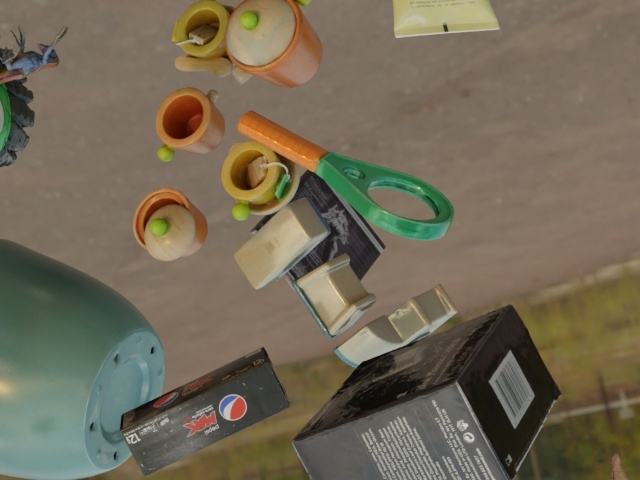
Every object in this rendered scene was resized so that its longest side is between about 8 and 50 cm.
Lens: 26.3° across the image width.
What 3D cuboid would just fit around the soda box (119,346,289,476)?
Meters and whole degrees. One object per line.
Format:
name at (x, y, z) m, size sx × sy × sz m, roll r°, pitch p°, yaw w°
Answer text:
soda box at (-0.120, 0.176, 1.416) m, size 0.169 × 0.060 × 0.053 m, roll -25°, pitch -164°, yaw 0°

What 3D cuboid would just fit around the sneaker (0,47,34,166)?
sneaker at (-0.404, -0.210, 1.247) m, size 0.134 × 0.343 × 0.146 m, roll -46°, pitch 165°, yaw 21°

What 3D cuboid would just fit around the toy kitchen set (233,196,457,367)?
toy kitchen set at (0.033, 0.051, 1.652) m, size 0.166 × 0.207 × 0.122 m, roll -23°, pitch 167°, yaw -48°

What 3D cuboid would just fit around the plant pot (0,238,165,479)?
plant pot at (-0.338, 0.165, 1.711) m, size 0.235 × 0.293 × 0.293 m, roll 14°, pitch 180°, yaw 22°

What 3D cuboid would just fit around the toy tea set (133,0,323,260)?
toy tea set at (-0.117, -0.138, 1.522) m, size 0.200 × 0.336 × 0.124 m, roll 4°, pitch 167°, yaw 27°

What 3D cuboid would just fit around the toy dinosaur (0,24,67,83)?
toy dinosaur at (-0.268, -0.162, 1.235) m, size 0.047 × 0.090 × 0.082 m, roll 27°, pitch 179°, yaw 26°

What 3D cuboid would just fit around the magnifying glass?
magnifying glass at (0.023, -0.066, 1.319) m, size 0.231 × 0.026 × 0.092 m, roll 27°, pitch -149°, yaw 16°

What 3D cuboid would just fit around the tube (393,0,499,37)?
tube at (0.089, -0.282, 1.224) m, size 0.070 × 0.240 × 0.062 m, roll -26°, pitch 150°, yaw 28°

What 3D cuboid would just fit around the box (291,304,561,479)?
box at (0.087, 0.142, 1.095) m, size 0.158 × 0.093 × 0.156 m, roll -25°, pitch -172°, yaw 30°

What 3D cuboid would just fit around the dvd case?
dvd case at (0.000, 0.000, 1.917) m, size 0.018 × 0.164 × 0.221 m, roll -31°, pitch -168°, yaw 36°

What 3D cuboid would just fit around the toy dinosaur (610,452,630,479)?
toy dinosaur at (0.322, 0.364, 1.355) m, size 0.200 × 0.295 × 0.127 m, roll -28°, pitch -163°, yaw 23°
